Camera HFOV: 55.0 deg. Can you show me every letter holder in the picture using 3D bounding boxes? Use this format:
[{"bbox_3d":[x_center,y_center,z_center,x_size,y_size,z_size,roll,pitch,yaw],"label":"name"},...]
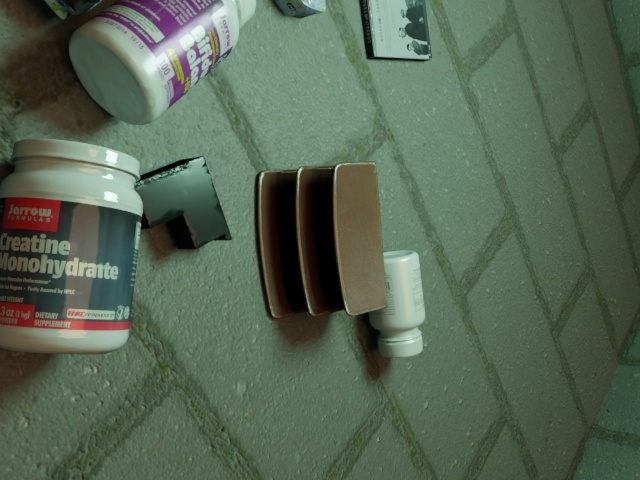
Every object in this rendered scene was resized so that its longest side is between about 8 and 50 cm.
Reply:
[{"bbox_3d":[0.000,0.000,1.238,0.214,0.152,0.302,-8,95,-43],"label":"letter holder"}]

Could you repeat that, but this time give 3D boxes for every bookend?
[{"bbox_3d":[-0.251,-0.043,1.041,0.156,0.072,0.157,-32,112,-40],"label":"bookend"}]

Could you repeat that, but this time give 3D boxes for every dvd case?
[{"bbox_3d":[0.190,-0.539,1.526,0.238,0.029,0.179,-14,99,-44],"label":"dvd case"}]

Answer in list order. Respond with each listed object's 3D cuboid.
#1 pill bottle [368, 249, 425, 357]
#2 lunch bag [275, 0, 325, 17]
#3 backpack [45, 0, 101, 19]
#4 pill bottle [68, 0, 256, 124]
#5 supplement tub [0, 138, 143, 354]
[{"bbox_3d":[0.173,0.145,1.418,0.131,0.131,0.229,-13,98,-44],"label":"pill bottle"},{"bbox_3d":[-0.042,-0.489,1.262,0.083,0.071,0.053,-2,94,-47],"label":"lunch bag"},{"bbox_3d":[-0.375,-0.390,0.908,0.105,0.084,0.114,53,14,-32],"label":"backpack"},{"bbox_3d":[-0.238,-0.336,0.993,0.301,0.169,0.169,-53,124,-31],"label":"pill bottle"},{"bbox_3d":[-0.352,0.013,0.854,0.191,0.191,0.272,10,82,-44],"label":"supplement tub"}]
